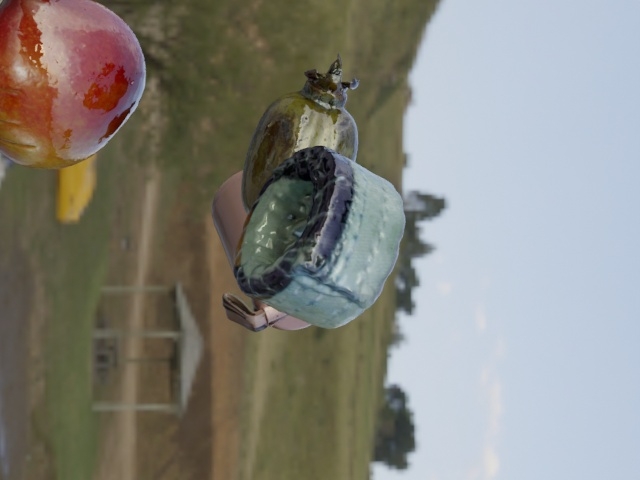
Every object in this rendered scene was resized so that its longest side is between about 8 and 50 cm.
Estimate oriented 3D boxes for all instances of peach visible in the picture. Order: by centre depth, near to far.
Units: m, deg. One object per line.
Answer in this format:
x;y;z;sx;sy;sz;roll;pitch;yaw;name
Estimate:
-0.370;-0.242;1.909;0.274;0.245;0.248;85;-3;-61;peach

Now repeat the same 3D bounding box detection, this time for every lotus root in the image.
-0.022;-0.137;1.955;0.154;0.154;0.278;-127;-126;-76;lotus root

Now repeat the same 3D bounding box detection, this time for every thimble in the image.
0.000;0.000;1.789;0.237;0.150;0.237;-42;-146;37;thimble

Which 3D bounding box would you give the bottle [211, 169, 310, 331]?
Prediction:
-0.091;0.026;2.359;0.173;0.206;0.297;80;-11;-45;bottle
